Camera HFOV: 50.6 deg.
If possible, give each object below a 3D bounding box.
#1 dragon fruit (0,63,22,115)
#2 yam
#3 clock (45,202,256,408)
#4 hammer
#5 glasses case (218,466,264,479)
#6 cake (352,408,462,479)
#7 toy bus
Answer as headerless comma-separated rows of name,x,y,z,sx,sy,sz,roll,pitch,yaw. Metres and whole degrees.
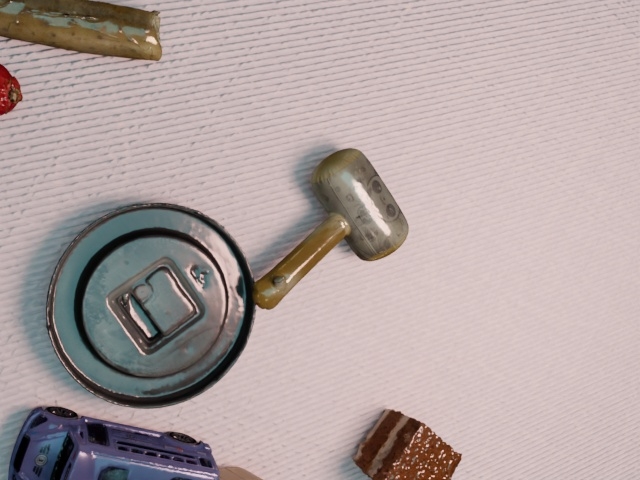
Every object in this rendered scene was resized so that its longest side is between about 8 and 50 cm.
dragon fruit,-0.501,-0.231,0.931,0.190,0.094,0.094,34,80,0
yam,-0.410,-0.318,0.957,0.371,0.083,0.083,3,93,-23
clock,-0.259,0.098,1.058,0.318,0.066,0.319,-2,95,-22
hammer,0.000,0.000,1.123,0.305,0.113,0.202,-41,105,-22
glasses case,-0.152,0.550,1.090,0.076,0.144,0.337,11,91,-47
cake,0.149,0.388,1.208,0.134,0.147,0.135,44,77,-21
toy bus,-0.308,0.348,1.019,0.292,0.133,0.126,20,87,-23
